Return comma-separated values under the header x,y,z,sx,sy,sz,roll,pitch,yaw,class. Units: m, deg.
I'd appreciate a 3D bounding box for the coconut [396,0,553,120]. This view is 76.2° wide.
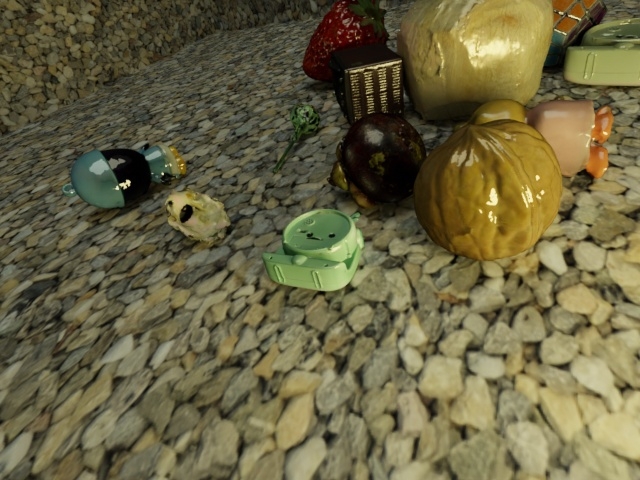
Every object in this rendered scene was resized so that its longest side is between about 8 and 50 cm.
x,y,z,sx,sy,sz,roll,pitch,yaw,class
0.401,-0.536,1.077,0.405,0.404,0.404,-9,37,7,coconut

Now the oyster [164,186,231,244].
x,y,z,sx,sy,sz,roll,pitch,yaw,class
-0.289,-0.049,0.929,0.209,0.071,0.133,30,46,19,oyster

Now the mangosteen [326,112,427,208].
x,y,z,sx,sy,sz,roll,pitch,yaw,class
0.111,-0.159,0.860,0.217,0.192,0.192,-28,24,39,mangosteen

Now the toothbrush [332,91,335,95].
x,y,z,sx,sy,sz,roll,pitch,yaw,class
0.140,-0.557,1.480,0.204,0.017,0.022,-19,47,-7,toothbrush

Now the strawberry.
x,y,z,sx,sy,sz,roll,pitch,yaw,class
0.107,-0.721,1.525,0.291,0.292,0.310,-47,4,-36,strawberry

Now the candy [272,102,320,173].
x,y,z,sx,sy,sz,roll,pitch,yaw,class
-0.082,-0.294,1.174,0.091,0.083,0.305,28,52,-5,candy

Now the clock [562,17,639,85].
x,y,z,sx,sy,sz,roll,pitch,yaw,class
0.848,-0.530,1.129,0.265,0.108,0.324,16,46,35,clock

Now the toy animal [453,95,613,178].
x,y,z,sx,sy,sz,roll,pitch,yaw,class
0.410,-0.203,0.811,0.282,0.169,0.195,8,77,31,toy animal

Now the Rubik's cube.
x,y,z,sx,sy,sz,roll,pitch,yaw,class
0.689,-0.692,1.252,0.319,0.319,0.263,16,75,34,Rubik's cube

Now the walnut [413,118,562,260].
x,y,z,sx,sy,sz,roll,pitch,yaw,class
0.260,-0.080,0.648,0.228,0.227,0.227,-9,37,7,walnut

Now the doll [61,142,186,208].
x,y,z,sx,sy,sz,roll,pitch,yaw,class
-0.535,-0.180,1.120,0.314,0.141,0.177,-24,66,-32,doll

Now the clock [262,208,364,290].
x,y,z,sx,sy,sz,roll,pitch,yaw,class
0.000,0.000,0.762,0.160,0.065,0.210,5,40,23,clock

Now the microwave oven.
x,y,z,sx,sy,sz,roll,pitch,yaw,class
0.132,-0.471,1.235,0.188,0.177,0.247,-15,36,0,microwave oven
